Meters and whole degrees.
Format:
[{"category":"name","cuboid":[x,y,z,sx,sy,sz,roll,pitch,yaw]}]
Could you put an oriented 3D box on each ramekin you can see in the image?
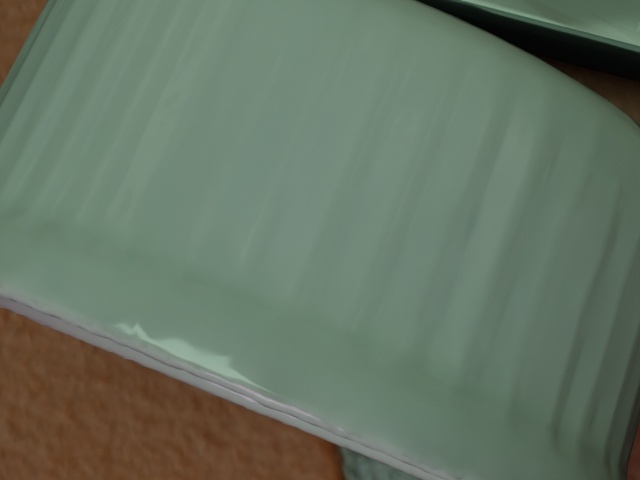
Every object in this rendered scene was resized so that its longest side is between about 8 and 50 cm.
[{"category":"ramekin","cuboid":[0.000,0.000,0.599,0.277,0.277,0.135,19,82,21]}]

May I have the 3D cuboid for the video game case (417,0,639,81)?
[{"category":"video game case","cuboid":[0.138,-0.191,0.664,0.275,0.035,0.248,17,82,14]}]
